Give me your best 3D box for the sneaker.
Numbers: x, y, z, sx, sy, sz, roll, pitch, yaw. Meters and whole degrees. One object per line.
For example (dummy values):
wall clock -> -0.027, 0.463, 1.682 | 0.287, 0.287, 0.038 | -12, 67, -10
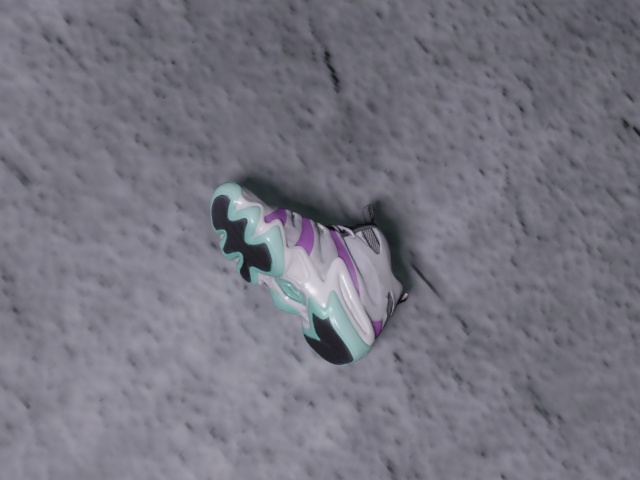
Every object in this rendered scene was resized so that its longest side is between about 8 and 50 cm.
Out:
sneaker -> 0.000, 0.000, 0.720 | 0.098, 0.038, 0.069 | 51, 56, -12
